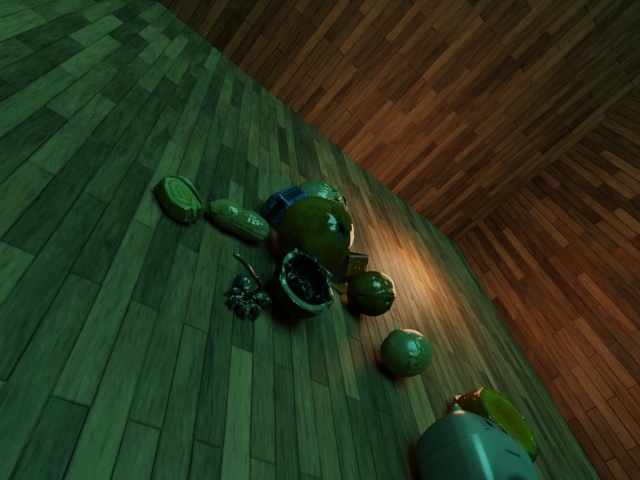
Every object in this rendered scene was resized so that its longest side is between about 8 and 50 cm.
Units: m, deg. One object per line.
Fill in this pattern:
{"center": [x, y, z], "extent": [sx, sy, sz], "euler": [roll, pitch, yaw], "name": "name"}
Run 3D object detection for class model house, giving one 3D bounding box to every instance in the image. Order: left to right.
{"center": [0.082, 0.078, 1.587], "extent": [0.219, 0.136, 0.207], "euler": [8, 43, -56], "name": "model house"}

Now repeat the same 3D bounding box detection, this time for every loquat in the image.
{"center": [-0.018, -0.016, 1.413], "extent": [0.263, 0.263, 0.263], "euler": [37, 24, -20], "name": "loquat"}

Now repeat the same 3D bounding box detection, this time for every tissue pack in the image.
{"center": [0.427, 0.615, 1.153], "extent": [0.333, 0.229, 0.236], "euler": [33, 26, -28], "name": "tissue pack"}

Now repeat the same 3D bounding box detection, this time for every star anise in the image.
{"center": [-0.172, 0.093, 1.047], "extent": [0.218, 0.227, 0.148], "euler": [5, 51, -42], "name": "star anise"}

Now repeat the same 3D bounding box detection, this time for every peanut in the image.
{"center": [-0.253, -0.065, 1.312], "extent": [0.214, 0.090, 0.099], "euler": [29, 40, -37], "name": "peanut"}

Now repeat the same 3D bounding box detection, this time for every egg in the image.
{"center": [0.291, 0.377, 1.409], "extent": [0.201, 0.164, 0.164], "euler": [8, 42, -44], "name": "egg"}

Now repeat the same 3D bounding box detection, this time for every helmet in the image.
{"center": [-0.066, 0.144, 1.235], "extent": [0.198, 0.130, 0.224], "euler": [34, 37, -15], "name": "helmet"}

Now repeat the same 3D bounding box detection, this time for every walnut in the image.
{"center": [0.190, 0.195, 1.545], "extent": [0.207, 0.167, 0.167], "euler": [8, 42, -48], "name": "walnut"}

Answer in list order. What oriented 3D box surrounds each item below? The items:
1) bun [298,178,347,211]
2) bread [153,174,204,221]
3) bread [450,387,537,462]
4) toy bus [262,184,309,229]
{"center": [0.028, -0.184, 1.925], "extent": [0.287, 0.146, 0.287], "euler": [39, 21, -18], "name": "bun"}
{"center": [-0.396, -0.115, 1.187], "extent": [0.117, 0.064, 0.156], "euler": [2, 49, -53], "name": "bread"}
{"center": [0.599, 0.658, 1.453], "extent": [0.312, 0.172, 0.312], "euler": [34, 25, -19], "name": "bread"}
{"center": [-0.126, -0.129, 1.611], "extent": [0.133, 0.116, 0.234], "euler": [45, 21, -1], "name": "toy bus"}
